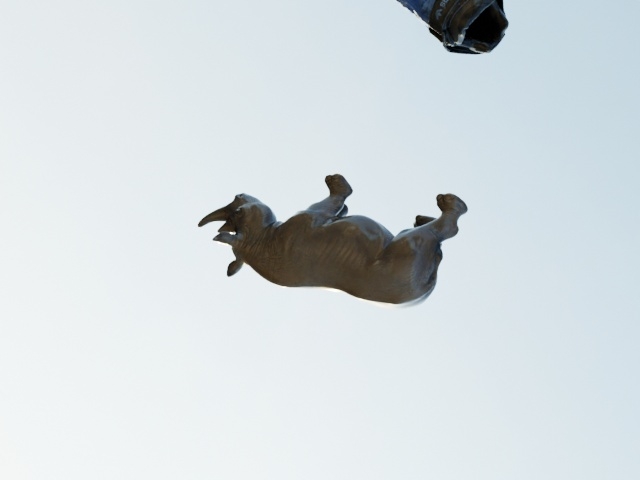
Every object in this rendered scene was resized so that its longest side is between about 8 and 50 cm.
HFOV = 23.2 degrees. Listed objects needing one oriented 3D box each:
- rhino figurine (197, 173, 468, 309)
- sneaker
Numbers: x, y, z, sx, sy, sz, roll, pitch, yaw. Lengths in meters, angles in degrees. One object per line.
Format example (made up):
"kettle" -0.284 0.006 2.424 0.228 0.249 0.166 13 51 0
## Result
"rhino figurine" 0.000 0.000 1.350 0.243 0.106 0.073 9 -33 22
"sneaker" 0.070 -0.174 1.031 0.058 0.152 0.084 -51 -135 1
